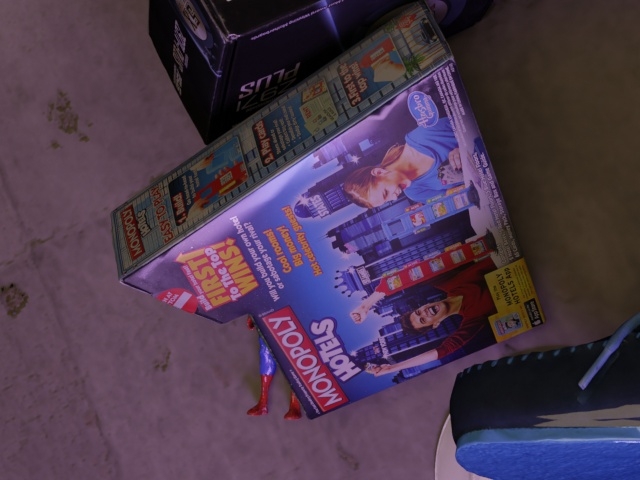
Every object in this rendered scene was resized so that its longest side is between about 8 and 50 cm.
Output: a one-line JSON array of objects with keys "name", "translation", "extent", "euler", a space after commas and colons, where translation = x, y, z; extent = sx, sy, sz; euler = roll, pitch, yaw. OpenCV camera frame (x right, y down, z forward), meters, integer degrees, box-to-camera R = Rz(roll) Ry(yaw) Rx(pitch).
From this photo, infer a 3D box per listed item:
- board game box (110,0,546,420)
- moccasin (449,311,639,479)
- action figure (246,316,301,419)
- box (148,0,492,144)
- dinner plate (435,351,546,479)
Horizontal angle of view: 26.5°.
[{"name": "board game box", "translation": [0.000, 0.000, 0.715], "extent": [0.194, 0.194, 0.060], "euler": [-22, 40, 4]}, {"name": "moccasin", "translation": [0.233, 0.055, 0.677], "extent": [0.342, 0.138, 0.117], "euler": [-5, 70, 1]}, {"name": "action figure", "translation": [-0.023, 0.047, 0.800], "extent": [0.038, 0.030, 0.115], "euler": [3, 88, 21]}, {"name": "box", "translation": [0.008, -0.138, 0.695], "extent": [0.180, 0.147, 0.077], "euler": [-26, 80, -15]}, {"name": "dinner plate", "translation": [0.131, 0.133, 0.755], "extent": [0.141, 0.017, 0.141], "euler": [-1, 87, 18]}]
